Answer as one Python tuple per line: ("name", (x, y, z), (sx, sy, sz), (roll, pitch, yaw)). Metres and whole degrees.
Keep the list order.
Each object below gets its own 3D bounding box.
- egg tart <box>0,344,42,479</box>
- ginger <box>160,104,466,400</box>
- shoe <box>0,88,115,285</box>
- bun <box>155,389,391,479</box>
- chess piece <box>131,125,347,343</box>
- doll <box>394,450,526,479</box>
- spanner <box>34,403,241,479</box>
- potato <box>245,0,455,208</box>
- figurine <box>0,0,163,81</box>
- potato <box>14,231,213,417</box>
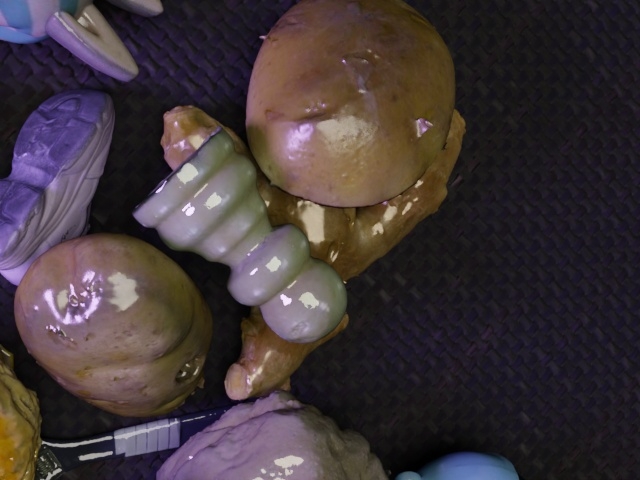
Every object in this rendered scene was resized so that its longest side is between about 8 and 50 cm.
("egg tart", (-0.472, 0.237, 0.951), (0.387, 0.169, 0.388), (-24, 124, -41))
("ginger", (0.009, -0.004, 1.129), (0.362, 0.122, 0.348), (-9, 100, -19))
("shoe", (-0.290, -0.052, 1.045), (0.095, 0.138, 0.245), (15, 62, 20))
("bun", (-0.036, 0.305, 1.078), (0.282, 0.281, 0.205), (53, 43, -13))
("chess piece", (-0.071, 0.011, 0.999), (0.133, 0.133, 0.243), (-44, 101, -6))
("doll", (0.216, 0.359, 1.198), (0.314, 0.141, 0.177), (30, 118, -27))
("spanner", (-0.237, 0.248, 1.129), (0.315, 0.024, 0.087), (-8, 99, -15))
("potato", (0.043, -0.182, 1.034), (0.239, 0.116, 0.299), (19, 61, 1))
("figurine", (-0.350, -0.268, 0.921), (0.377, 0.266, 0.361), (42, 98, -6))
("potato", (-0.215, 0.099, 1.021), (0.191, 0.141, 0.296), (-12, 140, 1))
